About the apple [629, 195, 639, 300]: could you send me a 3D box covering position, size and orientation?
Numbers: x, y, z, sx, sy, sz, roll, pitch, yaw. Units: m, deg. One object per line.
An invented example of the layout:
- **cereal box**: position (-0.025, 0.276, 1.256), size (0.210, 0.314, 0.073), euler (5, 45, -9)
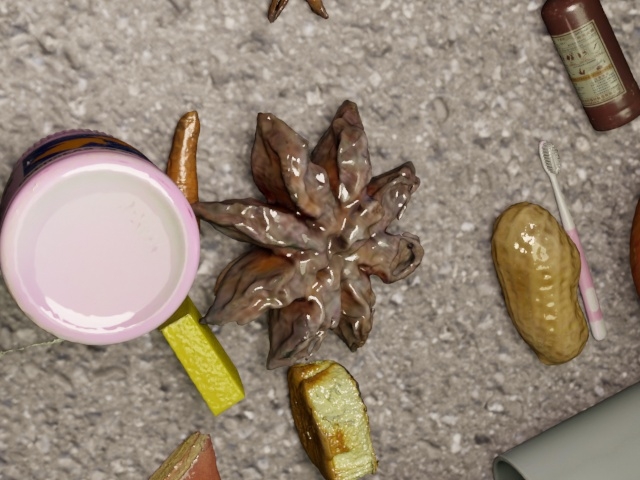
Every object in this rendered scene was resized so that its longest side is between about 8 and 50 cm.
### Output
- **apple**: position (0.577, 0.007, 1.244), size (0.334, 0.400, 0.400), euler (21, 95, -31)

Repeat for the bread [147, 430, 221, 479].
- **bread**: position (-0.165, 0.334, 1.258), size (0.119, 0.067, 0.192), euler (-18, 106, -12)

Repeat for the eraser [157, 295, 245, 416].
- **eraser**: position (-0.139, 0.128, 1.207), size (0.045, 0.097, 0.122), euler (-31, 108, -1)

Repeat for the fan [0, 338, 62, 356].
- **fan**: position (-0.403, 0.133, 1.177), size (0.310, 0.010, 0.182), euler (-9, 104, -11)

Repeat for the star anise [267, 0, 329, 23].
- **star anise**: position (-0.038, -0.308, 1.175), size (0.141, 0.042, 0.141), euler (-5, 105, -18)

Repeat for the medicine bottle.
- **medicine bottle**: position (-0.230, -0.017, 1.048), size (0.178, 0.291, 0.178), euler (-4, 103, -16)

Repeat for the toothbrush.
- **toothbrush**: position (0.329, 0.004, 1.357), size (0.020, 0.025, 0.286), euler (-23, 107, -10)

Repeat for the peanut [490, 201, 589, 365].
- **peanut**: position (0.281, 0.056, 1.316), size (0.108, 0.095, 0.225), euler (-22, 108, -14)

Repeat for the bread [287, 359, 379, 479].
- **bread**: position (0.015, 0.217, 1.254), size (0.069, 0.128, 0.140), euler (-15, 108, -18)

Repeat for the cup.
- **cup**: position (0.403, 0.302, 1.347), size (0.312, 0.205, 0.205), euler (-25, 107, -11)

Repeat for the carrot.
- **carrot**: position (-0.156, -0.053, 1.196), size (0.047, 0.047, 0.191), euler (2, 97, -17)

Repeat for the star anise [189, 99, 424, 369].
- **star anise**: position (-0.001, -0.001, 1.195), size (0.332, 0.118, 0.331), euler (-8, 104, -36)

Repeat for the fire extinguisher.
- **fire extinguisher**: position (0.329, -0.248, 1.266), size (0.071, 0.099, 0.231), euler (-40, 112, -29)
